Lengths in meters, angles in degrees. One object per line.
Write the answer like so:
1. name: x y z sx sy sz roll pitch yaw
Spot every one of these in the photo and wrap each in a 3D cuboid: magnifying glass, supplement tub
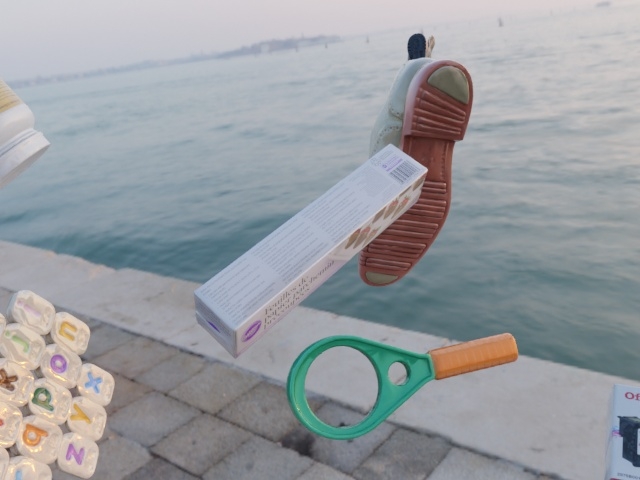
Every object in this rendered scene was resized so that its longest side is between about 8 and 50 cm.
1. magnifying glass: 0.080 0.123 0.583 0.230 0.092 0.026 -9 -9 -15
2. supplement tub: -0.451 -0.156 0.760 0.144 0.200 0.144 -36 17 13

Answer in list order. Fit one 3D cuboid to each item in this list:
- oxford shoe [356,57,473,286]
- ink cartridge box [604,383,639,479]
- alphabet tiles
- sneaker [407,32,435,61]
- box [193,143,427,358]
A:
1. oxford shoe: 0.142 -0.115 1.070 0.140 0.397 0.146 11 17 -26
2. ink cartridge box: 0.444 0.289 0.812 0.127 0.072 0.175 5 55 21
3. alphabet tiles: -0.415 0.217 0.881 0.021 0.278 0.284 -21 47 24
4. sneaker: 0.191 -0.329 1.199 0.051 0.170 0.089 5 -8 20
5. box: 0.000 0.000 0.708 0.067 0.063 0.324 38 57 20
